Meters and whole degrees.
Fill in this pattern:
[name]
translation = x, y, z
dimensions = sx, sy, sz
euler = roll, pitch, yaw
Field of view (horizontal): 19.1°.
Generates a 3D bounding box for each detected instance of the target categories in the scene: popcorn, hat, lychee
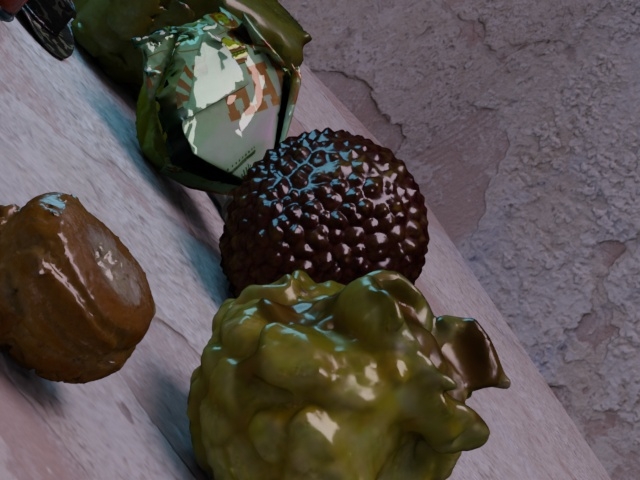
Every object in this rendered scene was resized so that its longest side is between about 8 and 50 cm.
[popcorn]
translation = 0.015, 0.135, 1.584
dimensions = 0.258, 0.270, 0.224
euler = -7, -83, 64
[hat]
translation = -0.309, -0.264, 2.137
dimensions = 0.121, 0.050, 0.121
euler = 47, 12, -13
[lychee]
translation = 0.000, 0.000, 2.090
dimensions = 0.236, 0.236, 0.271
euler = 52, 42, 3

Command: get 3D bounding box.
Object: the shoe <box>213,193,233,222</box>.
[shoe]
translation = -0.094, -0.058, 2.380
dimensions = 0.169, 0.071, 0.099
euler = 61, 9, 31

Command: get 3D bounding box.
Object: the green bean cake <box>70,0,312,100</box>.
[green bean cake]
translation = -0.198, -0.281, 2.387
dimensions = 0.285, 0.202, 0.310
euler = 31, 16, -30

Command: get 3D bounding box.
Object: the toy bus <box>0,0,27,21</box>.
[toy bus]
translation = -0.339, -0.331, 2.013
dimensions = 0.121, 0.120, 0.265
euler = 46, 9, -26

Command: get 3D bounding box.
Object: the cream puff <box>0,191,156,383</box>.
[cream puff]
translation = -0.187, 0.039, 1.342
dimensions = 0.144, 0.103, 0.126
euler = 46, 24, -36

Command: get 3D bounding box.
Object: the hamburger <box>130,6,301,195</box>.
[hamburger]
translation = -0.136, -0.166, 2.178
dimensions = 0.235, 0.125, 0.214
euler = 16, 70, -35
